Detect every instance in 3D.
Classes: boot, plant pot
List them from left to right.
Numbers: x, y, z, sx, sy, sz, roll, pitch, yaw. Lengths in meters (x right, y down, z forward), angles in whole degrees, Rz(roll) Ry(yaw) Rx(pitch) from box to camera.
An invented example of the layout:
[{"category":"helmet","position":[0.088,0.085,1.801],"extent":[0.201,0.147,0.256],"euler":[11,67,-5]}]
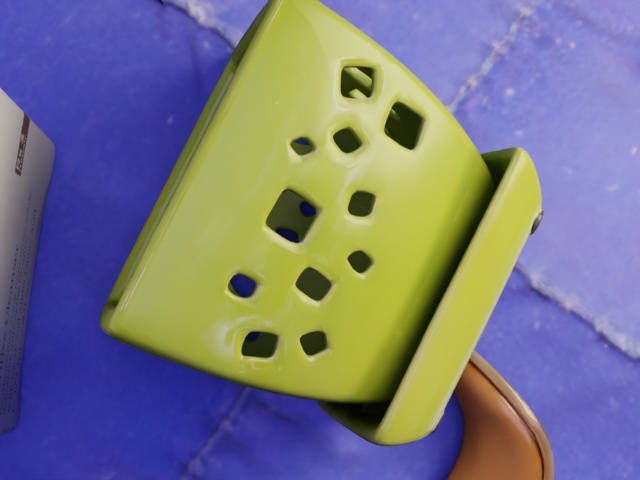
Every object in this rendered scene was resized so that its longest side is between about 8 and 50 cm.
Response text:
[{"category":"plant pot","position":[0.000,0.000,0.821],"extent":[0.207,0.228,0.227],"euler":[28,84,-8]},{"category":"boot","position":[0.096,0.186,0.890],"extent":[0.152,0.073,0.197],"euler":[-29,86,-1]}]

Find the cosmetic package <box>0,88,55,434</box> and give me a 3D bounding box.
[{"category":"cosmetic package","position":[-0.262,0.007,0.714],"extent":[0.156,0.385,0.217],"euler":[7,86,-4]}]
